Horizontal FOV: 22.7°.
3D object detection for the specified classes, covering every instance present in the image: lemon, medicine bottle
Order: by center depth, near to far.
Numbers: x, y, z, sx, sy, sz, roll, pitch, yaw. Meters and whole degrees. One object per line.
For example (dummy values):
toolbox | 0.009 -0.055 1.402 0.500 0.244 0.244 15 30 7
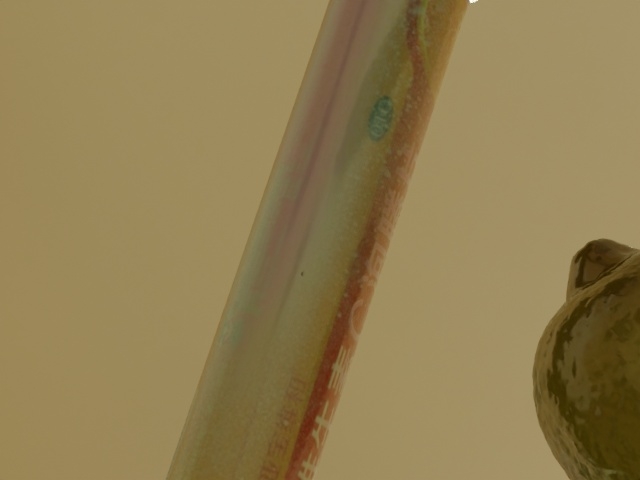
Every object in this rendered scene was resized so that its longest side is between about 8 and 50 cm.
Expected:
lemon | 0.235 0.102 0.969 0.248 0.184 0.184 49 -35 25
medicine bottle | 0.000 0.000 1.051 0.108 0.426 0.108 18 -11 4
